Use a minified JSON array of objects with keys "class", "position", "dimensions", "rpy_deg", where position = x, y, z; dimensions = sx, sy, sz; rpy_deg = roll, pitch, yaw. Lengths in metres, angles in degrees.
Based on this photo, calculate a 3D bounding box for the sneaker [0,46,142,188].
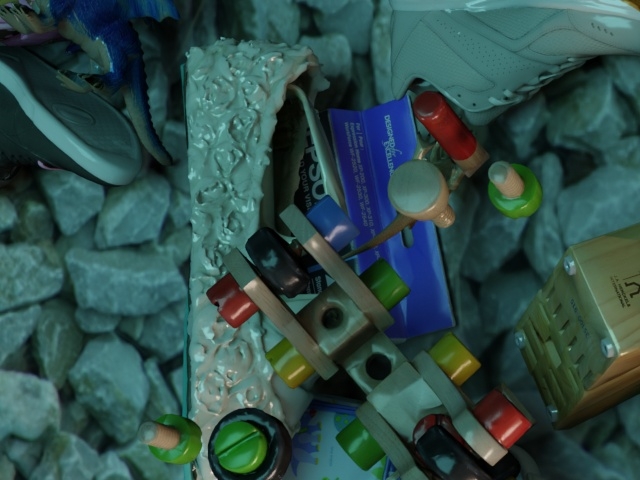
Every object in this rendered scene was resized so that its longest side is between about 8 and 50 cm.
[{"class":"sneaker","position":[-0.282,-0.084,1.661],"dimensions":[0.296,0.104,0.147],"rpy_deg":[36,110,36]}]

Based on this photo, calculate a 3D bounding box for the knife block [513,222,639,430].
[{"class":"knife block","position":[0.286,0.031,1.273],"dimensions":[0.276,0.242,0.088],"rpy_deg":[107,144,-67]}]

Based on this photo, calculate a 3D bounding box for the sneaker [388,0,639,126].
[{"class":"sneaker","position":[0.161,-0.146,1.364],"dimensions":[0.262,0.099,0.121],"rpy_deg":[11,101,43]}]

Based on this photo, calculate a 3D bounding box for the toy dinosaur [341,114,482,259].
[{"class":"toy dinosaur","position":[0.083,-0.039,1.362],"dimensions":[0.053,0.183,0.093],"rpy_deg":[33,133,9]}]

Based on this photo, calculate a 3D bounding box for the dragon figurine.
[{"class":"dragon figurine","position":[-0.182,-0.203,1.544],"dimensions":[0.144,0.289,0.085],"rpy_deg":[-47,18,-15]}]

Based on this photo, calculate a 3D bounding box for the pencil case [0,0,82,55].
[{"class":"pencil case","position":[-0.267,-0.374,1.634],"dimensions":[0.167,0.160,0.386],"rpy_deg":[7,90,-3]}]

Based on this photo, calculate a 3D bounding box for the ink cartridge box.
[{"class":"ink cartridge box","position":[0.000,0.000,1.486],"dimensions":[0.208,0.045,0.206],"rpy_deg":[-20,75,32]}]

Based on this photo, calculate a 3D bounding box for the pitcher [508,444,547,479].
[{"class":"pitcher","position":[0.136,0.271,1.338],"dimensions":[0.207,0.125,0.178],"rpy_deg":[-59,37,5]}]

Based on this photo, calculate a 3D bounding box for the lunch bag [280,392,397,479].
[{"class":"lunch bag","position":[0.001,0.238,1.443],"dimensions":[0.176,0.090,0.219],"rpy_deg":[9,90,38]}]

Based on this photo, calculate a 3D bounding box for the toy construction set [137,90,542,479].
[{"class":"toy construction set","position":[0.070,0.072,1.284],"dimensions":[0.257,0.237,0.309],"rpy_deg":[21,84,24]}]

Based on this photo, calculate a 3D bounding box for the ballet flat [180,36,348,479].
[{"class":"ballet flat","position":[-0.044,0.019,1.396],"dimensions":[0.147,0.147,0.409],"rpy_deg":[-14,69,33]}]
